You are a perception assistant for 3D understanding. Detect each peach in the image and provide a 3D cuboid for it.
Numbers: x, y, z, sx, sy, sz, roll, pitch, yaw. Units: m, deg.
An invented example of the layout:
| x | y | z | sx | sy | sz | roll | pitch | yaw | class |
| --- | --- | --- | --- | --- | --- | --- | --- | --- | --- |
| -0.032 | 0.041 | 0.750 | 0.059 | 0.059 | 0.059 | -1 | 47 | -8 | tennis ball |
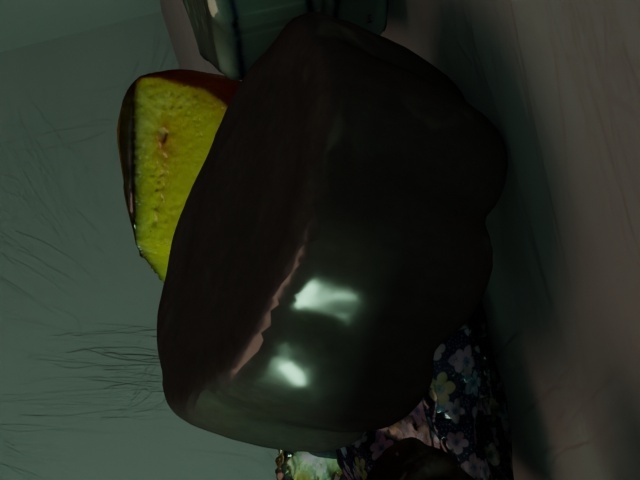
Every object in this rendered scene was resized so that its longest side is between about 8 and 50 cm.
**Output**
| x | y | z | sx | sy | sz | roll | pitch | yaw | class |
| --- | --- | --- | --- | --- | --- | --- | --- | --- | --- |
| -0.138 | -0.077 | 1.759 | 0.380 | 0.242 | 0.306 | 62 | -153 | -57 | peach |

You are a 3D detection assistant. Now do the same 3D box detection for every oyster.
| x | y | z | sx | sy | sz | roll | pitch | yaw | class |
| --- | --- | --- | --- | --- | --- | --- | --- | --- | --- |
| -0.004 | 0.204 | 1.588 | 0.092 | 0.198 | 0.260 | 15 | 126 | 26 | oyster |

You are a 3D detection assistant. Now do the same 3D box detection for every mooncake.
| x | y | z | sx | sy | sz | roll | pitch | yaw | class |
| --- | --- | --- | --- | --- | --- | --- | --- | --- | --- |
| 0.000 | 0.000 | 0.867 | 0.306 | 0.154 | 0.306 | -44 | 37 | 47 | mooncake |

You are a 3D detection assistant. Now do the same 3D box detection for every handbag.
| x | y | z | sx | sy | sz | roll | pitch | yaw | class |
| --- | --- | --- | --- | --- | --- | --- | --- | --- | --- |
| 0.076 | 0.112 | 1.011 | 0.228 | 0.126 | 0.208 | 176 | 92 | -75 | handbag |

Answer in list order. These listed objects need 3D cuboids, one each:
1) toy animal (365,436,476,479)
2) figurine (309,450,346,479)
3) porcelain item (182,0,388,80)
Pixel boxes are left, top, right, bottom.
| x | y | z | sx | sy | sz | roll | pitch | yaw | class |
| --- | --- | --- | --- | --- | --- | --- | --- | --- | --- |
| 0.133 | 0.284 | 0.670 | 0.344 | 0.194 | 0.303 | 29 | 136 | 54 | toy animal |
| 0.062 | 0.258 | 1.414 | 0.265 | 0.140 | 0.193 | 38 | 129 | 52 | figurine |
| -0.052 | -0.288 | 1.012 | 0.281 | 0.157 | 0.286 | -129 | 23 | -75 | porcelain item |
